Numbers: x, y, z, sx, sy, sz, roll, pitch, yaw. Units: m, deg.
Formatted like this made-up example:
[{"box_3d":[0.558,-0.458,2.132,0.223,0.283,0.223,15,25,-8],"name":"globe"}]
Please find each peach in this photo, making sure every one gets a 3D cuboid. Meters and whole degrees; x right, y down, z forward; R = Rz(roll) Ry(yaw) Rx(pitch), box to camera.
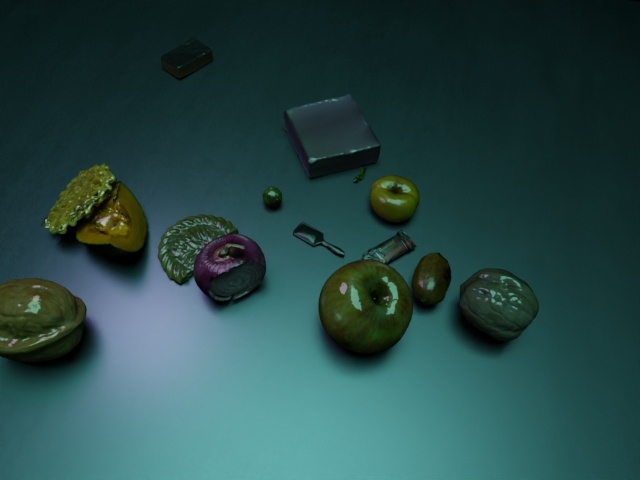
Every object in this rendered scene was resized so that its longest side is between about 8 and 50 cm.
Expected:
[{"box_3d":[0.252,-0.146,1.718,0.179,0.103,0.179,5,55,-7],"name":"peach"}]

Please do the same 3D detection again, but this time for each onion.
[{"box_3d":[-0.277,0.070,1.501,0.207,0.200,0.200,-47,67,5],"name":"onion"}]

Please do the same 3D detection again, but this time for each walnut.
[{"box_3d":[0.346,0.113,1.553,0.115,0.116,0.207,18,49,8],"name":"walnut"},{"box_3d":[-0.755,0.212,1.327,0.257,0.224,0.257,-3,27,1],"name":"walnut"},{"box_3d":[0.512,0.180,1.462,0.224,0.224,0.224,2,56,-3],"name":"walnut"}]

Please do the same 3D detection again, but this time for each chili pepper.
[{"box_3d":[0.145,-0.237,1.821,0.027,0.022,0.083,44,57,-15],"name":"chili pepper"}]

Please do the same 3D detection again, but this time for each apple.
[{"box_3d":[0.120,0.191,1.412,0.264,0.264,0.264,2,56,-3],"name":"apple"}]

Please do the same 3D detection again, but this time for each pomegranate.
[{"box_3d":[-0.165,-0.146,1.716,0.073,0.084,0.073,1,84,-12],"name":"pomegranate"}]

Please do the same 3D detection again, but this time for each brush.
[{"box_3d":[-0.560,-0.765,2.101,0.123,0.059,0.197,35,61,20],"name":"brush"},{"box_3d":[0.000,0.000,1.652,0.193,0.016,0.063,30,60,16],"name":"brush"}]

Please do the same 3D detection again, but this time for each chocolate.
[{"box_3d":[0.226,0.035,1.640,0.182,0.028,0.086,-32,71,-22],"name":"chocolate"}]

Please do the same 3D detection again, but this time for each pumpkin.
[{"box_3d":[-0.654,-0.024,1.573,0.169,0.148,0.312,-31,40,13],"name":"pumpkin"}]

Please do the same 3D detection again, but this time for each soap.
[{"box_3d":[0.038,-0.393,1.866,0.285,0.107,0.296,-14,57,-14],"name":"soap"}]

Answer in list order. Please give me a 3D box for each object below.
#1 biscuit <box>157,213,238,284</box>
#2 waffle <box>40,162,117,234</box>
[{"box_3d":[-0.416,0.002,1.608,0.187,0.036,0.273,30,59,15],"name":"biscuit"},{"box_3d":[-0.770,-0.136,1.607,0.262,0.060,0.280,22,67,47],"name":"waffle"}]
